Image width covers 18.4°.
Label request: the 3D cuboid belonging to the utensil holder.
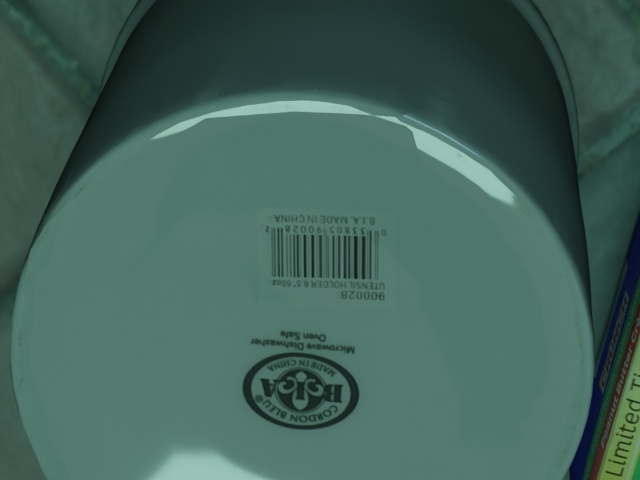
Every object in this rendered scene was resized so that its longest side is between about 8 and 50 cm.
[{"bbox_3d":[0.000,0.000,1.176,0.327,0.385,0.327,1,113,3],"label":"utensil holder"}]

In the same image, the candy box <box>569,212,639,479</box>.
[{"bbox_3d":[0.354,0.098,1.334,0.317,0.122,0.268,12,112,0],"label":"candy box"}]
